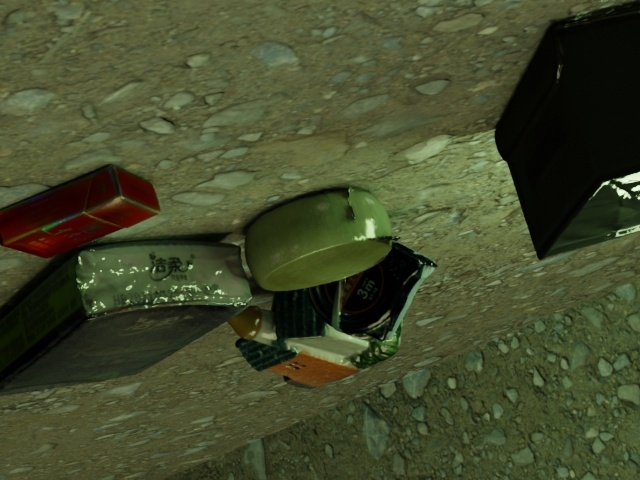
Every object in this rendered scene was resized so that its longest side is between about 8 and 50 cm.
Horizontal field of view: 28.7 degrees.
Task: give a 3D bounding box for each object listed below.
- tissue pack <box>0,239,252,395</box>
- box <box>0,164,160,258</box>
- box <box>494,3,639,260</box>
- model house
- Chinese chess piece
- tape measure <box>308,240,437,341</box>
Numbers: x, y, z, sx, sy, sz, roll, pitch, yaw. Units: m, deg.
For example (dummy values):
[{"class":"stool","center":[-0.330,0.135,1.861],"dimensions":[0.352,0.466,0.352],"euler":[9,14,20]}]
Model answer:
[{"class":"tissue pack","center":[-0.327,0.122,1.941],"dimensions":[0.288,0.124,0.394],"euler":[-4,161,-38]},{"class":"box","center":[-0.304,-0.032,1.571],"dimensions":[0.175,0.048,0.112],"euler":[-21,164,16]},{"class":"box","center":[0.400,-0.142,1.615],"dimensions":[0.251,0.204,0.345],"euler":[-15,164,-8]},{"class":"model house","center":[-0.042,0.128,2.241],"dimensions":[0.301,0.190,0.271],"euler":[18,150,-37]},{"class":"Chinese chess piece","center":[0.000,0.000,1.914],"dimensions":[0.238,0.092,0.238],"euler":[-14,164,-4]},{"class":"tape measure","center":[0.072,0.067,2.062],"dimensions":[0.182,0.181,0.107],"euler":[-59,156,11]}]
